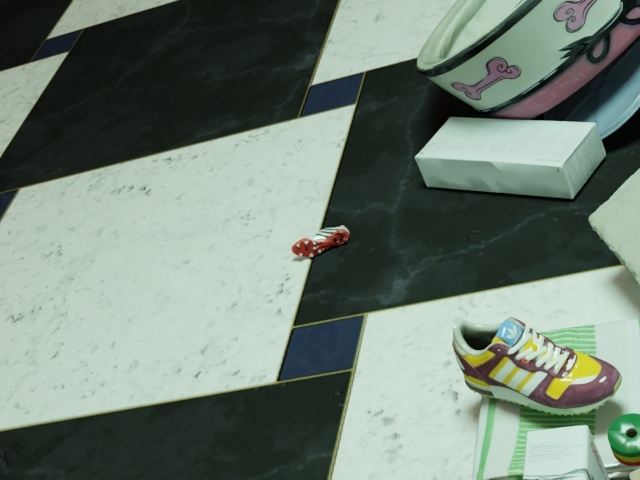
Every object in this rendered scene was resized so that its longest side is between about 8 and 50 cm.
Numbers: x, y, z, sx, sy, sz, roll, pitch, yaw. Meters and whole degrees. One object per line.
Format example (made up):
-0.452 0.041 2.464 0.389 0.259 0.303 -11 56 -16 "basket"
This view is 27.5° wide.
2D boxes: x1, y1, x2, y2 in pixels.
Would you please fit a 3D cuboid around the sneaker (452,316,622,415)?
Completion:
0.217 0.124 1.347 0.185 0.084 0.069 2 40 37 "sneaker"

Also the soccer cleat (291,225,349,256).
0.000 0.000 1.811 0.083 0.029 0.035 -19 23 4 "soccer cleat"

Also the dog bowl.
0.329 -0.331 1.827 0.408 0.150 0.408 -43 13 12 "dog bowl"

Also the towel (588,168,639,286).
0.411 -0.001 1.371 0.187 0.049 0.282 -44 36 15 "towel"

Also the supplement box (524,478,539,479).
0.169 0.316 1.017 0.073 0.239 0.130 -13 34 19 "supplement box"

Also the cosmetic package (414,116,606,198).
0.254 -0.113 1.765 0.239 0.060 0.099 8 43 42 "cosmetic package"

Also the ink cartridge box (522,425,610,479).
0.226 0.258 1.186 0.063 0.109 0.150 -12 34 23 "ink cartridge box"

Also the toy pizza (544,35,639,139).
0.389 -0.206 1.787 0.201 0.032 0.201 -38 32 30 "toy pizza"

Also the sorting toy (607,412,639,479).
0.366 0.249 1.152 0.132 0.046 0.274 -24 41 2 "sorting toy"

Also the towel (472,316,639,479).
0.321 0.156 1.343 0.325 0.038 0.248 -12 33 20 "towel"
